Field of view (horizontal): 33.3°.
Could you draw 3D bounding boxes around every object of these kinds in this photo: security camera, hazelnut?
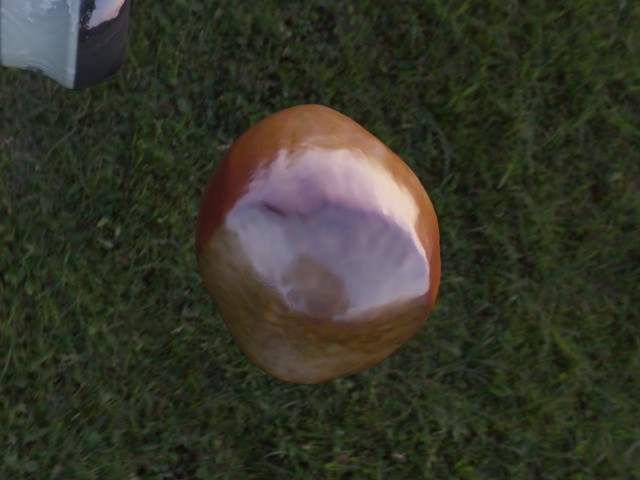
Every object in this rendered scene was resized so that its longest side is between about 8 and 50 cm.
[{"bbox_3d":[-0.290,-0.223,0.829,0.277,0.197,0.191,3,99,-15],"label":"security camera"},{"bbox_3d":[0.000,0.006,1.431,0.366,0.366,0.366,5,75,-17],"label":"hazelnut"}]
